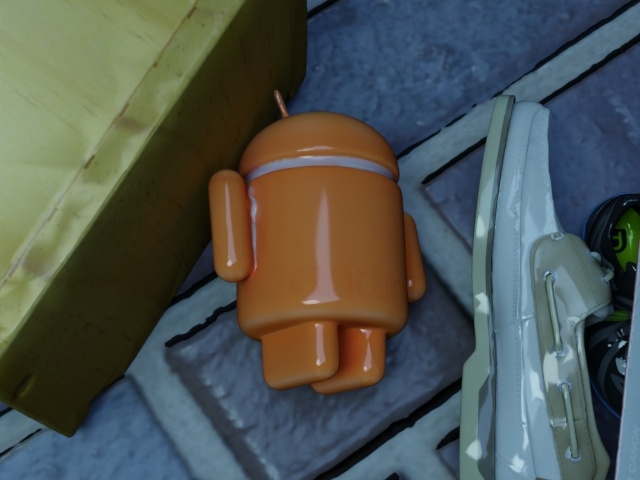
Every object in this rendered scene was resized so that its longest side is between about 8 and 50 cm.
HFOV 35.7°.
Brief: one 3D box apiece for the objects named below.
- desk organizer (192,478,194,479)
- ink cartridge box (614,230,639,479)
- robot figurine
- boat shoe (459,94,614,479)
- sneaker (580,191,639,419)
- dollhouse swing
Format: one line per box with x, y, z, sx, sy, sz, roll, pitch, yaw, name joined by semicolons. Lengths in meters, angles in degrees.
-0.119;0.231;0.695;0.047;0.050;0.130;40;75;10;desk organizer
0.272;0.109;0.684;0.238;0.060;0.275;21;70;-27;ink cartridge box
0.001;0.000;0.736;0.158;0.128;0.220;-2;73;0;robot figurine
0.162;0.043;0.729;0.103;0.113;0.303;2;83;13;boat shoe
0.237;0.052;0.749;0.067;0.078;0.188;-1;73;-5;sneaker
-0.223;-0.107;0.664;0.304;0.315;0.347;28;73;8;dollhouse swing
